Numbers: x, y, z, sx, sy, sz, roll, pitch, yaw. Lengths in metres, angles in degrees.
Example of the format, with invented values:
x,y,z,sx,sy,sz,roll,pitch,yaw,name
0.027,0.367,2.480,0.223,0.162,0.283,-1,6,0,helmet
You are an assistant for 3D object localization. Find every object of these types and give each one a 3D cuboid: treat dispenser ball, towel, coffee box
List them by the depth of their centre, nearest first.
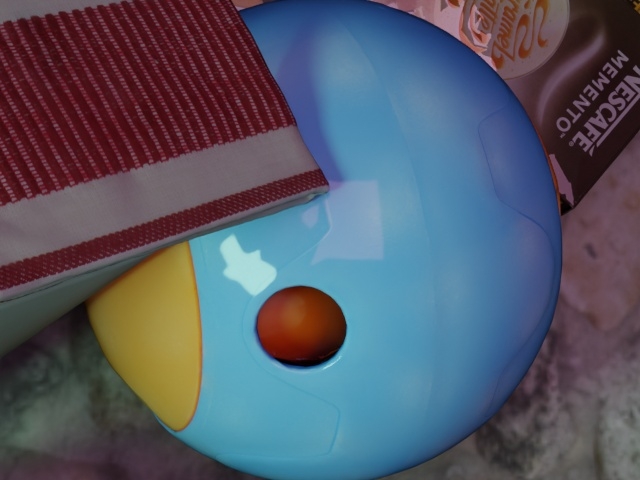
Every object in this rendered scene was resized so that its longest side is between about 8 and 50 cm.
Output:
x,y,z,sx,sy,sz,roll,pitch,yaw,name
-0.149,-0.138,0.726,0.237,0.037,0.329,-21,79,-48,towel
0.000,0.000,0.933,0.288,0.288,0.288,2,81,-10,treat dispenser ball
0.109,-0.145,1.073,0.246,0.098,0.141,41,77,-2,coffee box

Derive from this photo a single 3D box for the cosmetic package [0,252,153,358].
x,y,z,sx,sy,sz,roll,pitch,yaw,name
-0.364,-0.034,0.772,0.394,0.327,0.329,-22,82,-48,cosmetic package

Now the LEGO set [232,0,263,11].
x,y,z,sx,sy,sz,roll,pitch,yaw,name
-0.187,-0.152,1.040,0.287,0.107,0.132,-25,121,-17,LEGO set

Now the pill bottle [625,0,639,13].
x,y,z,sx,sy,sz,roll,pitch,yaw,name
0.229,-0.165,1.115,0.116,0.065,0.065,42,77,-2,pill bottle
